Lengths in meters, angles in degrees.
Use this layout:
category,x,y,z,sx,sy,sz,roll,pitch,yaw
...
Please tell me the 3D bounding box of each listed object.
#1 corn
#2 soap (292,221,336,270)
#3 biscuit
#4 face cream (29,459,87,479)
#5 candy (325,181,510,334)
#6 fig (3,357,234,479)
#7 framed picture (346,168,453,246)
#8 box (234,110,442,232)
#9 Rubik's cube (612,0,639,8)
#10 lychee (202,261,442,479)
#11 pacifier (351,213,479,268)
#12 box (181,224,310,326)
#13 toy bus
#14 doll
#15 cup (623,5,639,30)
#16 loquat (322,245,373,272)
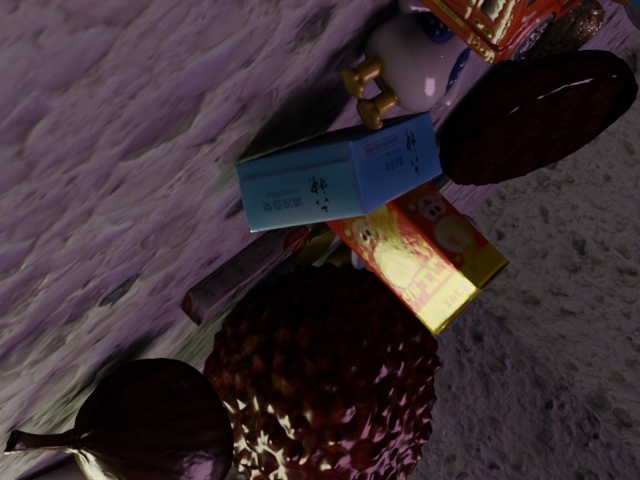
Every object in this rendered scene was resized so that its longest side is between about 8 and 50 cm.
category,x,y,z,sx,sy,sz,roll,pitch,yaw
corn,0.449,-0.371,1.865,0.087,0.087,0.211,-35,167,-46
soap,0.000,0.000,1.722,0.089,0.033,0.168,-40,171,-37
biscuit,0.418,-0.239,1.940,0.407,0.091,0.407,-21,161,-7
face cream,-0.422,0.406,1.596,0.143,0.089,0.314,-47,160,18
candy,0.118,-0.013,1.403,0.088,0.276,0.146,-36,167,-38
fig,-0.272,0.268,1.308,0.321,0.217,0.217,2,136,-53
framed picture,0.203,-0.077,2.308,0.446,0.028,0.326,-44,171,-5
box,0.027,-0.080,1.110,0.142,0.083,0.232,-8,-168,29
Rubik's cube,0.580,-0.494,1.735,0.254,0.254,0.254,-43,171,-8
lychee,-0.006,0.275,1.710,0.500,0.424,0.424,-58,169,12
pacifier,0.160,-0.049,1.634,0.238,0.226,0.287,-66,167,14
box,-0.104,0.040,1.414,0.218,0.039,0.055,-39,168,-34
toy bus,0.241,-0.320,0.970,0.329,0.143,0.153,-38,166,-25
doll,0.145,-0.225,1.063,0.293,0.138,0.119,-38,-150,-22
cup,0.789,-0.554,2.138,0.212,0.212,0.317,-50,170,32
loquat,0.070,0.080,2.063,0.152,0.152,0.195,-43,168,-7
